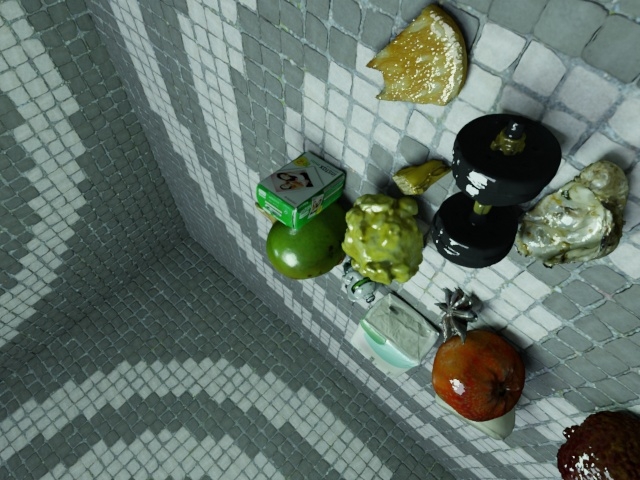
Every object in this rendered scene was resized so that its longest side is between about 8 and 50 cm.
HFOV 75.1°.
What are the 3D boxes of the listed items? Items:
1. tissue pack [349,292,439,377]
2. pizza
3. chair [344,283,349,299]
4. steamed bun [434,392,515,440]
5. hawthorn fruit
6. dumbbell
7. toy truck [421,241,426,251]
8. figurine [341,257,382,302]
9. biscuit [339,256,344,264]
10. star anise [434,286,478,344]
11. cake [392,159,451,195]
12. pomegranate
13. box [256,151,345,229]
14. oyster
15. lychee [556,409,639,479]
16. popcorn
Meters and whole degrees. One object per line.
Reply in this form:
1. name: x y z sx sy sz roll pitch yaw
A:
1. tissue pack: 0.284 0.394 1.679 0.266 0.194 0.356 39 156 14
2. pizza: 0.192 -0.347 0.853 0.181 0.034 0.262 55 155 -17
3. chair: 0.138 0.236 1.883 0.037 0.042 0.086 83 173 -52
4. steamed bun: 0.566 0.577 1.504 0.283 0.177 0.283 31 166 8
5. hawthorn fruit: 0.482 0.419 1.310 0.275 0.275 0.299 46 163 1
6. dumbbell: 0.334 -0.088 0.840 0.185 0.185 0.388 35 154 25
7. toy truck: 0.300 0.026 1.279 0.032 0.024 0.083 18 153 8
8. figurine: 0.153 0.157 1.617 0.192 0.147 0.126 58 -179 23
9. biscuit: 0.000 -0.001 1.728 0.262 0.037 0.261 38 156 20
10. star anise: 0.418 0.233 1.285 0.061 0.180 0.204 12 160 -15
11. cake: 0.249 -0.168 1.045 0.079 0.116 0.185 52 -172 -1
12. pomegranate: -0.058 -0.043 1.397 0.358 0.309 0.216 44 162 -9
13. box: -0.059 -0.162 1.305 0.180 0.250 0.102 35 147 22
14. oyster: 0.482 -0.041 0.814 0.166 0.094 0.294 65 167 4
15. lychee: 0.769 0.585 1.092 0.261 0.261 0.260 37 155 21
16. popcorn: 0.177 -0.013 1.198 0.242 0.235 0.249 11 108 41
